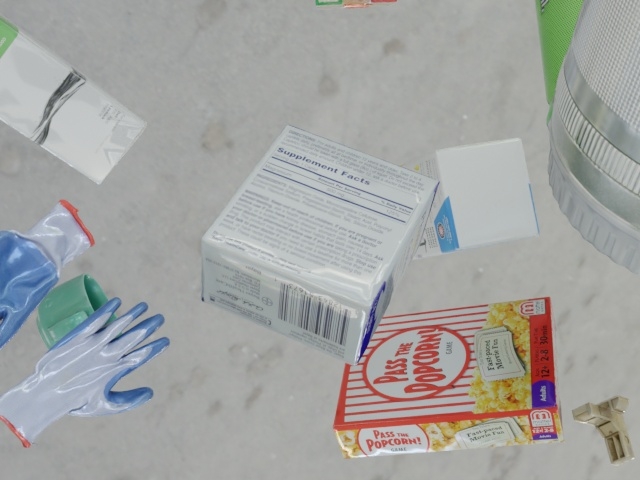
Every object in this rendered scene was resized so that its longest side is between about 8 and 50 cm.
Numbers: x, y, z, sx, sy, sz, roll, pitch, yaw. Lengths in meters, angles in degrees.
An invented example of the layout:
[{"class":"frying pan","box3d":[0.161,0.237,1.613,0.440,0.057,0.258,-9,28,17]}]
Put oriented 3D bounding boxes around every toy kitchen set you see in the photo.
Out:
[{"class":"toy kitchen set","box3d":[0.428,0.276,1.448,0.083,0.075,0.068,21,137,-34]}]

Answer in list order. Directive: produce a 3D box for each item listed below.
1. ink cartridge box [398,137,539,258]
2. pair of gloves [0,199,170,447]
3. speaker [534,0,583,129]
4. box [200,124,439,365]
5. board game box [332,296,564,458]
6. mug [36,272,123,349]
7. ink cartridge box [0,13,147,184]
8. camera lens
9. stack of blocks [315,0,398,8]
[{"class":"ink cartridge box","box3d":[0.233,-0.065,1.713,0.168,0.233,0.171,-11,88,-22]},{"class":"pair of gloves","box3d":[-0.221,0.069,0.809,0.159,0.198,0.023,-39,180,-25]},{"class":"speaker","box3d":[0.260,-0.221,0.918,0.131,0.131,0.296,17,65,-49]},{"class":"box","box3d":[0.000,0.000,0.709,0.072,0.126,0.137,98,19,-48]},{"class":"board game box","box3d":[0.117,0.124,0.898,0.194,0.146,0.045,-9,123,15]},{"class":"mug","box3d":[-0.382,0.122,1.524,0.097,0.129,0.157,-27,149,1]},{"class":"ink cartridge box","box3d":[-0.320,-0.170,1.098,0.219,0.160,0.092,37,90,-30]},{"class":"camera lens","box3d":[0.269,-0.126,0.595,0.219,0.219,0.274,-24,142,-28]},{"class":"stack of blocks","box3d":[0.029,-0.511,1.527,0.171,0.087,0.297,-3,100,3]}]
